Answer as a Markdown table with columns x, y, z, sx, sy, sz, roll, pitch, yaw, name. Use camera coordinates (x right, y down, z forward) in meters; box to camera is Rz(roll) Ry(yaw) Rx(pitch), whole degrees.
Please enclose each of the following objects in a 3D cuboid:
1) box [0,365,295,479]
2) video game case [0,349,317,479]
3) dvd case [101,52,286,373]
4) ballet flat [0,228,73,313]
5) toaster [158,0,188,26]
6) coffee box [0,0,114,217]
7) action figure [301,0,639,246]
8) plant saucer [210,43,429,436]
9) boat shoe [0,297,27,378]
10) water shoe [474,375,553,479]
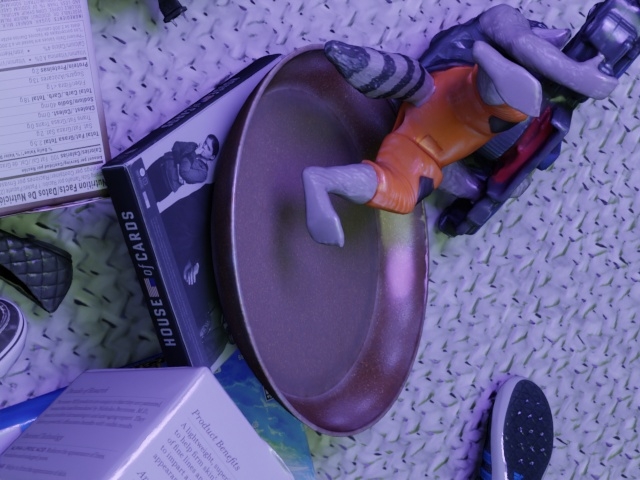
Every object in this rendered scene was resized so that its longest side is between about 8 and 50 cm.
| x | y | z | sx | sy | sz | roll | pitch | yaw | name |
| --- | --- | --- | --- | --- | --- | --- | --- | --- | --- |
| -0.112 | 0.194 | 0.909 | 0.119 | 0.182 | 0.181 | -47 | 113 | -32 | box |
| -0.131 | 0.223 | 1.052 | 0.269 | 0.061 | 0.244 | -18 | 105 | -24 | video game case |
| -0.067 | -0.023 | 0.994 | 0.239 | 0.029 | 0.179 | -45 | 126 | -53 | dvd case |
| -0.264 | 0.009 | 0.958 | 0.173 | 0.057 | 0.049 | 20 | 73 | -29 | ballet flat |
| -0.101 | -0.282 | 0.943 | 0.146 | 0.129 | 0.227 | -20 | 108 | 15 | toaster |
| -0.229 | -0.148 | 0.915 | 0.098 | 0.141 | 0.247 | -12 | 103 | -25 | coffee box |
| 0.143 | -0.145 | 1.030 | 0.178 | 0.330 | 0.341 | 43 | 116 | 4 | action figure |
| 0.000 | 0.000 | 1.029 | 0.310 | 0.050 | 0.311 | 8 | 80 | -59 | plant saucer |
| -0.298 | 0.081 | 0.907 | 0.219 | 0.078 | 0.070 | -25 | 146 | -43 | boat shoe |
| 0.164 | 0.224 | 1.198 | 0.073 | 0.080 | 0.203 | 27 | 59 | -30 | water shoe |
